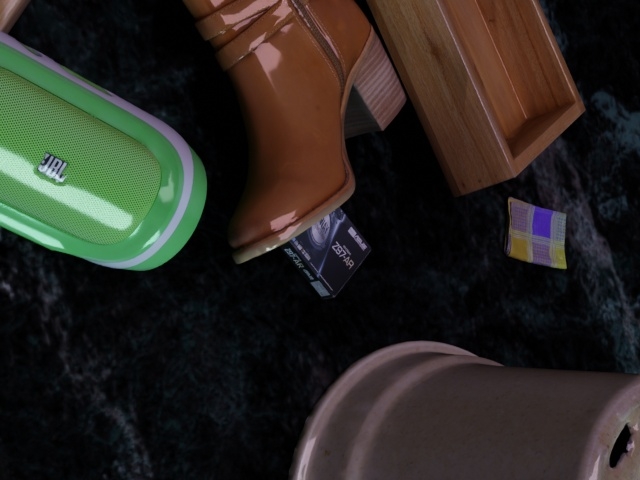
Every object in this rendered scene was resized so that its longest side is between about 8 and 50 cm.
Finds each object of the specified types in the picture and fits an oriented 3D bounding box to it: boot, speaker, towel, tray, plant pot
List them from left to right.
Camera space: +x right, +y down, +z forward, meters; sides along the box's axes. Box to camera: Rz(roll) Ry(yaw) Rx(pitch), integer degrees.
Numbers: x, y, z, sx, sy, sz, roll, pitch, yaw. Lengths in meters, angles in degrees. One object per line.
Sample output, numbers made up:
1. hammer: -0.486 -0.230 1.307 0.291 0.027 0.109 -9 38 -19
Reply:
1. speaker: -0.226 -0.077 1.461 0.296 0.131 0.131 28 65 -42
2. boot: -0.047 -0.135 1.646 0.220 0.109 0.283 53 52 -21
3. tray: 0.103 -0.265 1.784 0.203 0.076 0.411 -40 107 -56
4. towel: 0.211 -0.006 1.898 0.083 0.009 0.060 15 72 -36
5. plant pot: 0.193 0.234 1.647 0.333 0.305 0.334 9 76 -38

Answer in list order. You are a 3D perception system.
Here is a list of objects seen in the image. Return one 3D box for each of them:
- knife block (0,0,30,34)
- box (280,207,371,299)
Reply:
1. knife block: -0.187 -0.305 1.514 0.242 0.088 0.276 -12 89 -9
2. box: 0.000 0.000 1.720 0.083 0.018 0.067 52 55 -19
